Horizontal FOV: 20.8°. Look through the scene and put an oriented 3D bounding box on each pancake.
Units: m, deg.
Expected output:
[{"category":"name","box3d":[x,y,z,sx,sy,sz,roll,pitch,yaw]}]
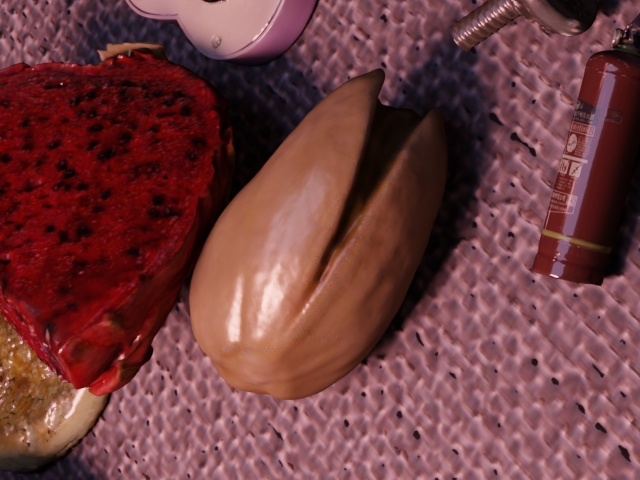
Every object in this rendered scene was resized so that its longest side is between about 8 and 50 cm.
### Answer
[{"category":"pancake","box3d":[-0.232,0.054,1.362,0.253,0.037,0.254,-10,76,43]}]

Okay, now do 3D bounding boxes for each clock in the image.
[{"category":"clock","box3d":[-0.075,-0.226,1.244,0.198,0.064,0.172,36,108,40]}]

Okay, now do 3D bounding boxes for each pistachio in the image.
[{"category":"pistachio","box3d":[0.000,0.000,1.096,0.136,0.136,0.226,41,106,40]}]

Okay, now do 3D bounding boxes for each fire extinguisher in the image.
[{"category":"fire extinguisher","box3d":[0.161,-0.054,1.001,0.064,0.043,0.158,-121,46,-85]}]

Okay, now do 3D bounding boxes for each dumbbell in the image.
[{"category":"dumbbell","box3d":[0.172,-0.179,0.987,0.254,0.081,0.082,-33,61,35]}]

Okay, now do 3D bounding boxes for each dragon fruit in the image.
[{"category":"dragon fruit","box3d":[-0.141,-0.014,1.210,0.205,0.152,0.317,-35,44,-12]}]
